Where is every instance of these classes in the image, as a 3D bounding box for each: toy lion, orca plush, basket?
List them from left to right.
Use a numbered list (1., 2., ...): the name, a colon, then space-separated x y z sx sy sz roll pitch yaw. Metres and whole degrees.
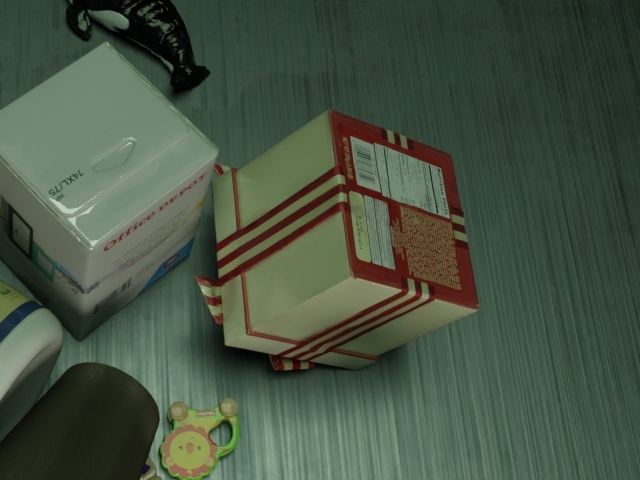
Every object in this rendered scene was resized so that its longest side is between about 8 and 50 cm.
1. basket: -0.279 0.257 1.314 0.204 0.154 0.227 9 41 18
2. orca plush: -0.270 -0.334 1.661 0.151 0.102 0.287 -27 73 -24
3. toy lion: -0.147 0.244 1.448 0.100 0.034 0.096 -3 72 -16

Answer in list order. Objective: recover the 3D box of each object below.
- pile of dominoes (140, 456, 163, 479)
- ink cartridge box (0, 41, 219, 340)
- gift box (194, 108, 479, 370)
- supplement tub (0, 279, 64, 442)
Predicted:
1. pile of dominoes: -0.254 0.371 1.333 0.251 0.040 0.196 -27 65 -24
2. ink cartridge box: -0.272 -0.053 1.424 0.197 0.270 0.198 45 62 10
3. gift box: 0.000 0.000 1.457 0.276 0.258 0.255 20 54 -37
4. supplement tub: -0.472 0.103 1.318 0.316 0.228 0.228 32 61 2
